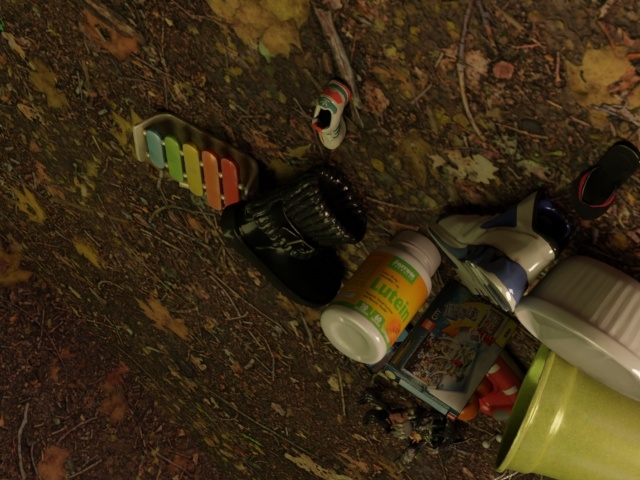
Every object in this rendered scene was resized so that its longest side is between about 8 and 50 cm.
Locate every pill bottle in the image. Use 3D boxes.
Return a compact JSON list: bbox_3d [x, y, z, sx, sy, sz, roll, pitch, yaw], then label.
[{"bbox_3d":[0.120,0.097,1.934,0.136,0.246,0.136,28,147,20],"label":"pill bottle"}]

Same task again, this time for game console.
[{"bbox_3d":[0.129,0.207,2.224,0.144,0.085,0.124,51,148,-17],"label":"game console"}]

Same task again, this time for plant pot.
[{"bbox_3d":[0.480,0.332,1.860,0.253,0.276,0.276,22,146,8],"label":"plant pot"}]

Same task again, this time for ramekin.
[{"bbox_3d":[0.453,0.134,1.659,0.273,0.127,0.273,35,173,5],"label":"ramekin"}]

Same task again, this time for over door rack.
[{"bbox_3d":[0.396,0.553,2.139,0.108,0.324,0.239,-3,164,-8],"label":"over door rack"}]

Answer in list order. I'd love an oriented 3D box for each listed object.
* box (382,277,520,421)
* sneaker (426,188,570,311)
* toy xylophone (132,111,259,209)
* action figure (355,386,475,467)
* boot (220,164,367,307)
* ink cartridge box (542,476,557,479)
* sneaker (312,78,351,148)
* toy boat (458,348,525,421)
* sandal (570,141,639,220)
[{"bbox_3d":[0.245,0.200,1.939,0.159,0.233,0.044,33,149,13],"label":"box"},{"bbox_3d":[0.311,0.003,1.727,0.127,0.182,0.315,54,176,-19],"label":"sneaker"},{"bbox_3d":[-0.244,-0.140,2.197,0.322,0.081,0.236,25,146,25],"label":"toy xylophone"},{"bbox_3d":[0.210,0.440,2.383,0.275,0.141,0.164,20,132,34],"label":"action figure"},{"bbox_3d":[-0.001,0.003,2.068,0.260,0.131,0.348,-20,140,32],"label":"boot"},{"bbox_3d":[0.454,0.531,1.923,0.148,0.203,0.086,2,129,43],"label":"ink cartridge box"},{"bbox_3d":[0.008,-0.208,1.834,0.057,0.075,0.161,32,148,14],"label":"sneaker"},{"bbox_3d":[0.307,0.291,2.068,0.231,0.151,0.151,49,148,-14],"label":"toy boat"},{"bbox_3d":[0.420,-0.083,1.570,0.067,0.040,0.179,36,149,8],"label":"sandal"}]
